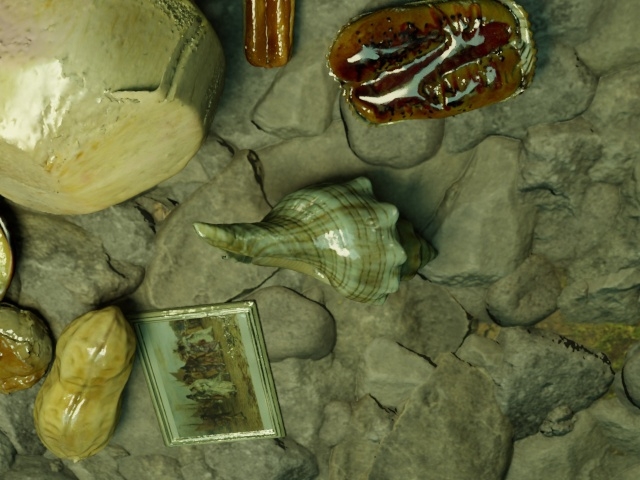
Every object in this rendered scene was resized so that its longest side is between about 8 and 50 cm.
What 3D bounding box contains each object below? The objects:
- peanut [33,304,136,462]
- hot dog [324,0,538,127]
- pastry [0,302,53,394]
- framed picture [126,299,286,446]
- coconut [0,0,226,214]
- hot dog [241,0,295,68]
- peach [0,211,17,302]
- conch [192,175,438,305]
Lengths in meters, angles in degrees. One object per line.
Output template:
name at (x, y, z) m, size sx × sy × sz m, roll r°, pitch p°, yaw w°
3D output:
peanut at (-0.361, 0.221, 1.452) m, size 0.147 × 0.147 × 0.306 m, roll 22°, pitch 117°, yaw -7°
hot dog at (0.144, -0.231, 1.216) m, size 0.270 × 0.082 × 0.163 m, roll -10°, pitch 118°, yaw 9°
pastry at (-0.497, 0.169, 1.474) m, size 0.153 × 0.081 × 0.153 m, roll 5°, pitch 124°, yaw 8°
framed picture at (-0.183, 0.224, 1.513) m, size 0.217 × 0.017 × 0.274 m, roll -8°, pitch 117°, yaw 9°
coconut at (-0.286, -0.208, 1.145) m, size 0.352 × 0.353 × 0.353 m, roll 2°, pitch 118°, yaw 4°
hot dog at (-0.067, -0.300, 1.215) m, size 0.071 × 0.045 × 0.165 m, roll 2°, pitch 118°, yaw 2°
peach at (-0.547, 0.029, 1.403) m, size 0.189 × 0.068 × 0.279 m, roll 21°, pitch 111°, yaw -3°
conch at (0.003, -0.012, 1.293) m, size 0.386 × 0.170 × 0.203 m, roll 21°, pitch 155°, yaw -24°
